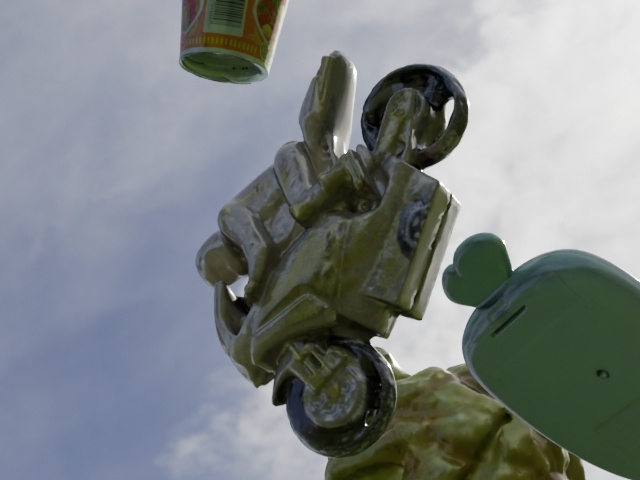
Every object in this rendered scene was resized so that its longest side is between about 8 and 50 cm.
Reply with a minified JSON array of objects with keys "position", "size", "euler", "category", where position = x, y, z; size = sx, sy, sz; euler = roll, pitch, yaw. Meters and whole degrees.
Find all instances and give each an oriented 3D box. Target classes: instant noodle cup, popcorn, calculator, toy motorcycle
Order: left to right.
[{"position":[-0.107,-0.302,1.386],"size":[0.168,0.168,0.185],"euler":[15,-101,-36],"category":"instant noodle cup"},{"position":[0.000,0.000,0.932],"size":[0.108,0.223,0.340],"euler":[35,-110,-58],"category":"toy motorcycle"},{"position":[0.149,0.272,1.206],"size":[0.274,0.279,0.335],"euler":[-15,-87,-24],"category":"popcorn"},{"position":[0.117,0.053,0.486],"size":[0.153,0.021,0.095],"euler":[37,-49,-4],"category":"calculator"}]
